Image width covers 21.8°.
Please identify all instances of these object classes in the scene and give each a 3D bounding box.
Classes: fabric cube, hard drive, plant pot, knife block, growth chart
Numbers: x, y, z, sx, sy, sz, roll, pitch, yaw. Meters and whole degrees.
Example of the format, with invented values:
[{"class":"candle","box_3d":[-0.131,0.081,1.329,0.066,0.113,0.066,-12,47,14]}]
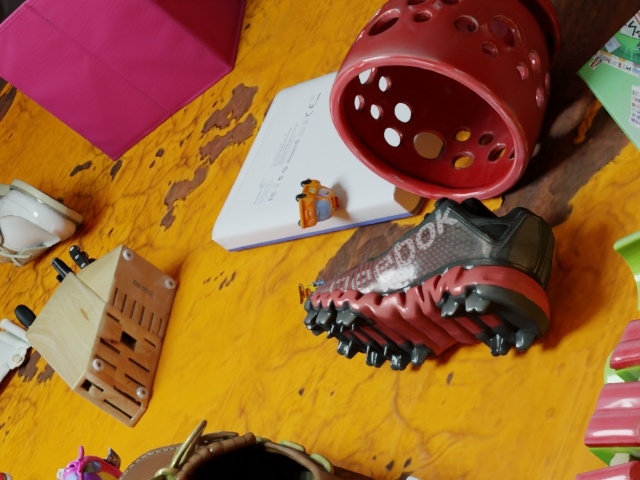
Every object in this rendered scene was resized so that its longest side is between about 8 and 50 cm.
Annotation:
[{"class":"fabric cube","box_3d":[-0.281,-0.318,2.261,0.259,0.258,0.254,-34,33,31]},{"class":"hard drive","box_3d":[0.023,-0.100,1.769,0.318,0.040,0.210,-11,49,52]},{"class":"plant pot","box_3d":[0.126,-0.158,1.528,0.191,0.191,0.174,-17,37,48]},{"class":"knife block","box_3d":[-0.284,0.120,1.933,0.242,0.088,0.276,-31,34,36]},{"class":"growth chart","box_3d":[-0.458,0.202,2.174,0.237,0.021,0.172,-55,27,-4]}]

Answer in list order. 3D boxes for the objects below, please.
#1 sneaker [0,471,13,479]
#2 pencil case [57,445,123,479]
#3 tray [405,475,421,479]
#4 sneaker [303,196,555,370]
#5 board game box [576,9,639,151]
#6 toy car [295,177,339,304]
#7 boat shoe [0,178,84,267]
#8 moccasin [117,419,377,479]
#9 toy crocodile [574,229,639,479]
[{"class":"sneaker","box_3d":[-0.448,0.365,1.860,0.279,0.118,0.107,-51,28,3]},{"class":"pencil case","box_3d":[-0.282,0.313,1.692,0.236,0.104,0.104,-44,28,18]},{"class":"tray","box_3d":[0.094,0.270,1.155,0.270,0.030,0.145,-154,72,-66]},{"class":"sneaker","box_3d":[0.098,0.034,1.438,0.276,0.097,0.135,-13,47,48]},{"class":"board game box","box_3d":[0.340,-0.134,1.317,0.213,0.046,0.317,-46,28,15]},{"class":"toy car","box_3d":[0.000,0.000,1.663,0.040,0.122,0.060,-1,10,11]},{"class":"boat shoe","box_3d":[-0.408,-0.015,2.270,0.103,0.113,0.302,-60,18,-12]},{"class":"moccasin","box_3d":[-0.079,0.226,1.426,0.380,0.147,0.139,6,62,59]},{"class":"toy crocodile","box_3d":[0.221,0.140,1.113,0.115,0.105,0.341,-17,44,48]}]
